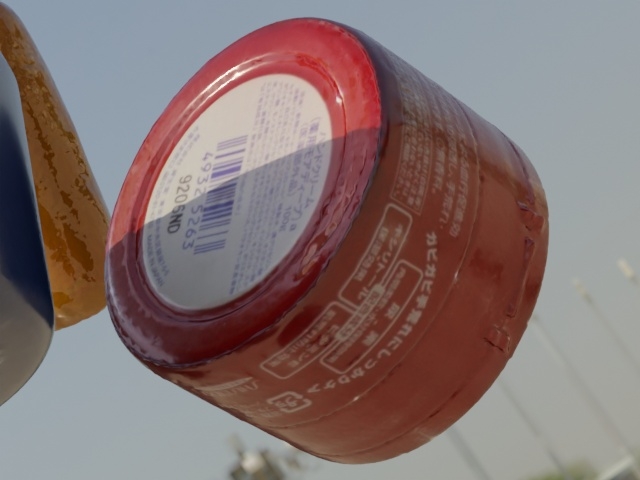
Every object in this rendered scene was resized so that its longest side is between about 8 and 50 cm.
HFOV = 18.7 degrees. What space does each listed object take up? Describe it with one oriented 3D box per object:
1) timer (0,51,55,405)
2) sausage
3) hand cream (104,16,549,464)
[{"bbox_3d":[-0.197,0.125,0.733,0.270,0.383,0.270,-18,-18,-6],"label":"timer"},{"bbox_3d":[-0.207,-0.054,1.310,0.098,0.238,0.098,-24,-1,-1],"label":"sausage"},{"bbox_3d":[0.000,0.000,0.926,0.193,0.193,0.125,-39,-49,20],"label":"hand cream"}]
